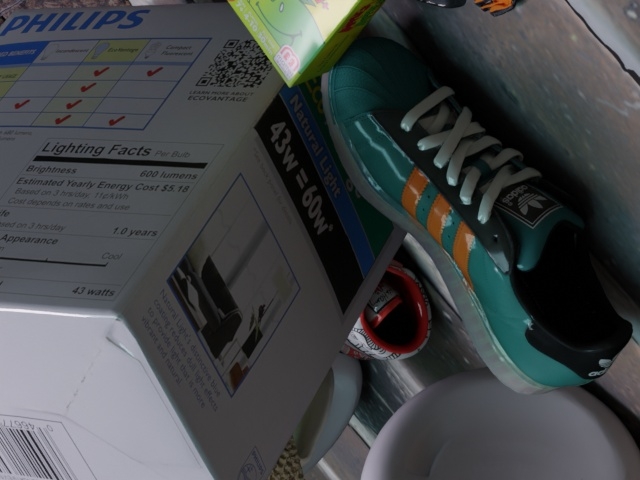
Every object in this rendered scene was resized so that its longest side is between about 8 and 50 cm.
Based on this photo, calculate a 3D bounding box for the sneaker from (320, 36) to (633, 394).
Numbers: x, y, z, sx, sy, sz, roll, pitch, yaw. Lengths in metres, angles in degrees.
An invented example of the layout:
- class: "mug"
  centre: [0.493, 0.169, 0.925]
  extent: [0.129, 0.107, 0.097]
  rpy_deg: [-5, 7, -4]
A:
- class: "sneaker"
  centre: [0.121, -0.030, 1.238]
  extent: [0.302, 0.108, 0.121]
  rpy_deg: [54, 149, -4]

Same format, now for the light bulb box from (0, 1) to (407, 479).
- class: "light bulb box"
  centre: [-0.165, 0.002, 1.376]
  extent: [0.358, 0.361, 0.225]
  rpy_deg: [3, 134, 32]

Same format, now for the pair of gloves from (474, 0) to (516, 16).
- class: "pair of gloves"
  centre: [0.102, -0.186, 1.124]
  extent: [0.083, 0.010, 0.074]
  rpy_deg: [56, 162, -3]

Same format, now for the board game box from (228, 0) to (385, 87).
- class: "board game box"
  centre: [0.007, -0.194, 1.164]
  extent: [0.092, 0.043, 0.181]
  rpy_deg: [55, 140, 10]

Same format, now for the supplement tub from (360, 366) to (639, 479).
- class: "supplement tub"
  centre: [0.161, 0.284, 1.477]
  extent: [0.235, 0.235, 0.325]
  rpy_deg: [41, 158, 31]

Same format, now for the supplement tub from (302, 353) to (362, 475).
- class: "supplement tub"
  centre: [-0.133, 0.114, 1.872]
  extent: [0.316, 0.228, 0.228]
  rpy_deg: [42, 159, 29]

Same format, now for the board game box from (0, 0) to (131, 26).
- class: "board game box"
  centre: [-0.354, -0.198, 1.827]
  extent: [0.141, 0.232, 0.291]
  rpy_deg: [52, 162, -2]

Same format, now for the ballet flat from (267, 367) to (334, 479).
- class: "ballet flat"
  centre: [-0.079, 0.078, 1.677]
  extent: [0.164, 0.182, 0.483]
  rpy_deg: [128, 145, -46]

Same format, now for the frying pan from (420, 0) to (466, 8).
- class: "frying pan"
  centre: [-0.032, -0.260, 1.244]
  extent: [0.326, 0.053, 0.197]
  rpy_deg: [8, 134, 50]

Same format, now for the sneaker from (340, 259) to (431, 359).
- class: "sneaker"
  centre: [0.001, 0.000, 1.575]
  extent: [0.270, 0.090, 0.145]
  rpy_deg: [55, 160, -18]
